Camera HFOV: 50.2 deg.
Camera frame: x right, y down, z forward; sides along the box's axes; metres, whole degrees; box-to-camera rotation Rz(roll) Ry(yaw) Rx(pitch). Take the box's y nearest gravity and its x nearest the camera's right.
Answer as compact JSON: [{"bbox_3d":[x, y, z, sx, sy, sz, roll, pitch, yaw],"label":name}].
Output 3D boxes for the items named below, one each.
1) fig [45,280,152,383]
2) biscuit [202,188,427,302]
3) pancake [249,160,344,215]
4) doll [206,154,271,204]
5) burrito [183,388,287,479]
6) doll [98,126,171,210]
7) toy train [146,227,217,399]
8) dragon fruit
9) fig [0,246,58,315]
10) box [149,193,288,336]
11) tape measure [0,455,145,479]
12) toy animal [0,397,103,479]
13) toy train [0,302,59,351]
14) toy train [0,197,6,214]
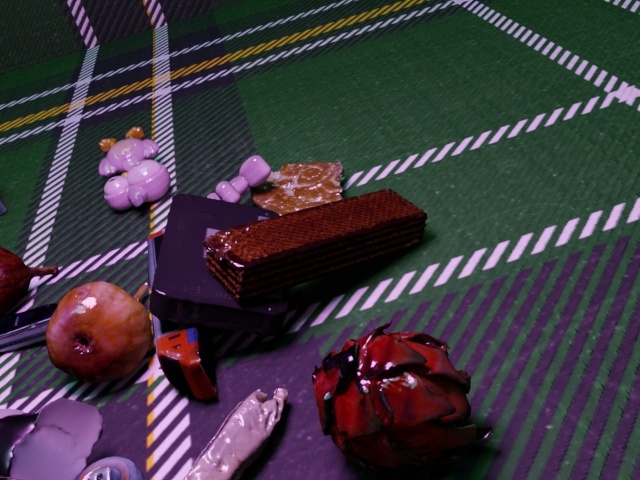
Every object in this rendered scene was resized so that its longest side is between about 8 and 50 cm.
[{"bbox_3d":[-0.344,0.126,1.141,0.159,0.159,0.257,-8,17,13],"label":"fig"},{"bbox_3d":[0.000,0.000,1.113,0.388,0.073,0.107,-16,38,-34],"label":"biscuit"},{"bbox_3d":[-0.025,-0.098,1.395,0.197,0.054,0.376,-37,40,-19],"label":"pancake"},{"bbox_3d":[-0.185,-0.095,1.390,0.161,0.059,0.160,-46,7,-28],"label":"doll"},{"bbox_3d":[-0.111,0.270,0.878,0.063,0.058,0.229,33,49,8],"label":"burrito"},{"bbox_3d":[-0.453,-0.168,1.642,0.160,0.094,0.365,-25,33,-7],"label":"doll"},{"bbox_3d":[-0.240,0.113,1.141,0.089,0.086,0.409,-20,34,-4],"label":"toy train"},{"bbox_3d":[0.088,0.188,0.818,0.189,0.182,0.182,-22,34,-7],"label":"dragon fruit"},{"bbox_3d":[-0.631,0.082,1.314,0.202,0.148,0.149,13,70,-12],"label":"fig"},{"bbox_3d":[-0.166,0.028,1.161,0.211,0.058,0.350,12,28,-13],"label":"box"},{"bbox_3d":[-0.295,0.289,0.836,0.104,0.180,0.107,-34,35,3],"label":"tape measure"},{"bbox_3d":[-0.407,0.293,0.918,0.179,0.138,0.166,-7,13,28],"label":"toy animal"},{"bbox_3d":[-0.577,0.175,1.233,0.252,0.048,0.055,-17,37,10],"label":"toy train"},{"bbox_3d":[-0.951,-0.101,1.699,0.299,0.167,0.238,-31,42,-20],"label":"toy train"}]
